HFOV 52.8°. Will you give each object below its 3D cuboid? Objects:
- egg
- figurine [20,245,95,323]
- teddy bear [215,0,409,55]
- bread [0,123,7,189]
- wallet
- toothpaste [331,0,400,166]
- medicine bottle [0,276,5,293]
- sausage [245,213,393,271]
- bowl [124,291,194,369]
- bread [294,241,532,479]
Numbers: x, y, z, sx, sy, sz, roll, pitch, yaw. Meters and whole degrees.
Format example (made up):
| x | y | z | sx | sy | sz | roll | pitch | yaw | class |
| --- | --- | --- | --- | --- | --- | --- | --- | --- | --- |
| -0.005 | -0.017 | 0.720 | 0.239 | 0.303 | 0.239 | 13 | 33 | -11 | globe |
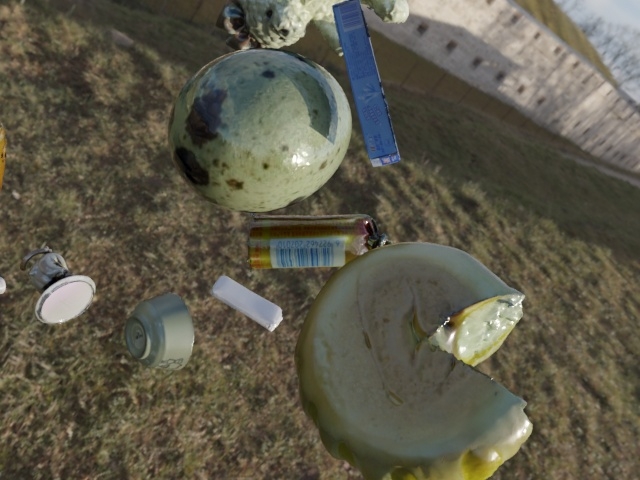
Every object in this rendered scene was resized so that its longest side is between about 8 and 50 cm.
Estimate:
| x | y | z | sx | sy | sz | roll | pitch | yaw | class |
| --- | --- | --- | --- | --- | --- | --- | --- | --- | --- |
| -0.098 | -0.201 | 1.156 | 0.287 | 0.287 | 0.379 | 43 | 40 | 4 | egg |
| -0.562 | 0.082 | 1.340 | 0.154 | 0.132 | 0.132 | 43 | 23 | 27 | figurine |
| -0.038 | -0.572 | 1.615 | 0.375 | 0.362 | 0.327 | 45 | -5 | 43 | teddy bear |
| -0.708 | -0.066 | 1.212 | 0.167 | 0.277 | 0.324 | 36 | 61 | -22 | bread |
| -0.179 | 0.154 | 1.588 | 0.190 | 0.033 | 0.095 | 30 | 23 | -5 | wallet |
| 0.075 | -0.261 | 1.072 | 0.066 | 0.053 | 0.272 | 32 | 45 | -80 | toothpaste |
| -0.951 | 0.134 | 1.837 | 0.052 | 0.052 | 0.089 | 49 | 26 | 16 | medicine bottle |
| 0.000 | -0.002 | 1.406 | 0.318 | 0.117 | 0.125 | -1 | 65 | 0 | sausage |
| -0.430 | 0.242 | 1.669 | 0.112 | 0.211 | 0.211 | -6 | 51 | -45 | bowl |
| 0.117 | 0.160 | 0.840 | 0.333 | 0.333 | 0.160 | 63 | -1 | 39 | bread |
